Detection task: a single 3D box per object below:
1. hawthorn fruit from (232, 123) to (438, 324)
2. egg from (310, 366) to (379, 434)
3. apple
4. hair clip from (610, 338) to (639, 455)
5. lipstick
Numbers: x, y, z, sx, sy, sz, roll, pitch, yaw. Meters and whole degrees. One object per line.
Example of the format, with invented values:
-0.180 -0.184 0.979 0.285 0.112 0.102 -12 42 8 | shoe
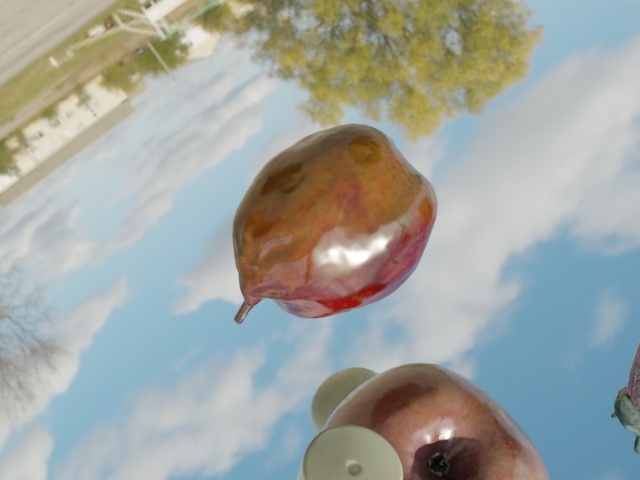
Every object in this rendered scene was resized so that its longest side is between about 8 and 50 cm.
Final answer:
0.000 0.000 0.893 0.248 0.208 0.208 -44 -160 -22 | hawthorn fruit
0.044 0.242 1.195 0.114 0.114 0.152 -49 -179 -36 | egg
0.129 0.297 0.967 0.306 0.306 0.235 -49 164 -35 | apple
0.349 0.072 0.700 0.096 0.358 0.110 -5 -125 -14 | hair clip
0.002 0.239 0.634 0.070 0.070 0.254 -54 163 -44 | lipstick
